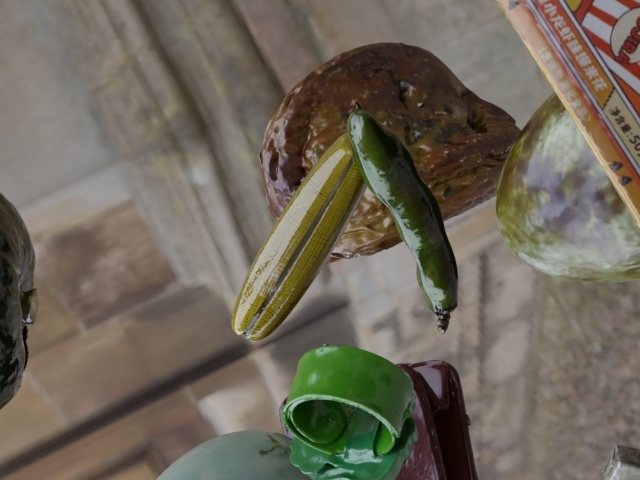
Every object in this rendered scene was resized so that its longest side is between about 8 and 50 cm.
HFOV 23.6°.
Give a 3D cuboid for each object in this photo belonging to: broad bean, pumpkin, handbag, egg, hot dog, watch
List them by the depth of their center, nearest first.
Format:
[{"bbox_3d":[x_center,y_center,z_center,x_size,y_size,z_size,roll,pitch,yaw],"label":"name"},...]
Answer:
[{"bbox_3d":[0.086,-0.027,1.468,0.046,0.065,0.254,3,128,45],"label":"broad bean"},{"bbox_3d":[0.018,0.190,1.659,0.152,0.165,0.131,55,-136,-43],"label":"watch"},{"bbox_3d":[0.325,-0.071,1.677,0.238,0.289,0.238,41,-144,-39],"label":"egg"},{"bbox_3d":[-0.455,0.069,1.754,0.291,0.258,0.327,100,168,-62],"label":"pumpkin"},{"bbox_3d":[-0.117,0.334,1.844,0.183,0.264,0.183,59,169,19],"label":"egg"},{"bbox_3d":[0.074,0.298,1.863,0.084,0.260,0.275,-1,-106,-47],"label":"handbag"},{"bbox_3d":[0.104,-0.120,1.947,0.267,0.388,0.174,46,137,19],"label":"hot dog"}]

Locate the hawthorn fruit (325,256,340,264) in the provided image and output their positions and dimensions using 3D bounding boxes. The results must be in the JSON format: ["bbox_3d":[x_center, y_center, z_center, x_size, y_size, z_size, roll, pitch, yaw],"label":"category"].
[{"bbox_3d":[0.002,-0.001,1.982,0.077,0.077,0.077,62,174,11],"label":"hawthorn fruit"}]

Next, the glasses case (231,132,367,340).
[{"bbox_3d":[-0.018,-0.002,1.516,0.064,0.234,0.079,29,-163,-9],"label":"glasses case"}]

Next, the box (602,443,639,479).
[{"bbox_3d":[0.454,0.329,2.165,0.045,0.098,0.062,-88,15,-56],"label":"box"}]

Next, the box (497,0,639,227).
[{"bbox_3d":[0.320,-0.199,1.351,0.283,0.260,0.214,58,-168,4],"label":"box"}]
